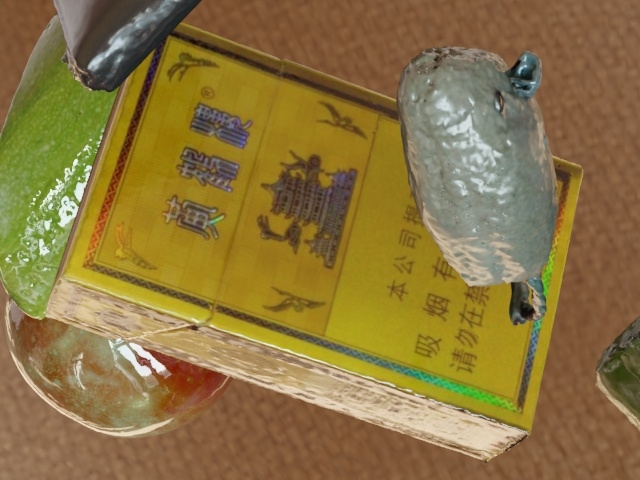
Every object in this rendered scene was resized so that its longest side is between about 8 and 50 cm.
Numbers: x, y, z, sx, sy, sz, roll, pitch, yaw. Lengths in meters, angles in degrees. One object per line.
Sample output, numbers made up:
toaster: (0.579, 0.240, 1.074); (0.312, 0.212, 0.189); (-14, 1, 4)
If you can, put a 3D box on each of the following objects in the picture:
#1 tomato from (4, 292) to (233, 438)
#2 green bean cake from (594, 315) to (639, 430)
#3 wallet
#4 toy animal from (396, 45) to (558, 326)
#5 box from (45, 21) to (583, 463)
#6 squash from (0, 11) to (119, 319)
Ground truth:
tomato: (-0.226, 0.100, 1.881); (0.222, 0.270, 0.270); (-44, 58, 12)
green bean cake: (0.308, 0.046, 1.146); (0.200, 0.214, 0.113); (-31, 78, -43)
wallet: (-0.067, -0.201, 0.946); (0.250, 0.044, 0.149); (-43, 40, 18)
toy animal: (0.090, -0.010, 0.834); (0.070, 0.253, 0.079); (10, 64, 25)
box: (0.000, 0.000, 1.075); (0.301, 0.084, 0.193); (19, 64, -9)
squash: (-0.253, -0.099, 1.606); (0.289, 0.111, 0.203); (-48, 60, 14)
